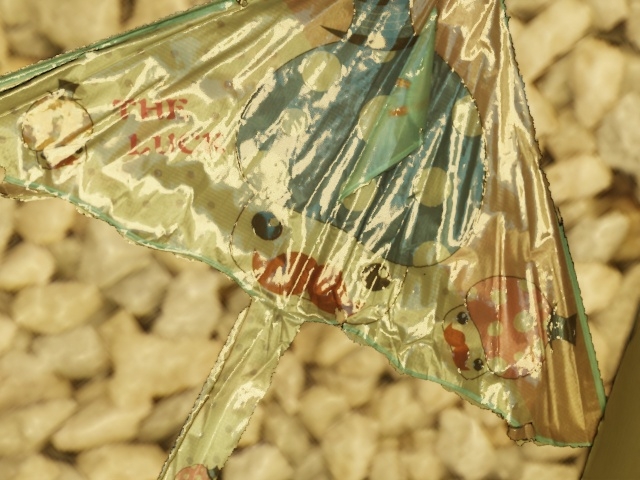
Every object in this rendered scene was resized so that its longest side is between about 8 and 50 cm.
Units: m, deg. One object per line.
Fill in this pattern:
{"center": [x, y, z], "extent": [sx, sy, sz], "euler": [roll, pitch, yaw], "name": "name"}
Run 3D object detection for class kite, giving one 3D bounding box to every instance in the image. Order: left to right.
{"center": [0.000, 0.000, 0.639], "extent": [0.406, 0.014, 0.368], "euler": [26, 93, -11], "name": "kite"}

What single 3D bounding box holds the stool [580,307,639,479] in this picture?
{"center": [0.254, 0.180, 0.612], "extent": [0.244, 0.170, 0.269], "euler": [16, 97, -6], "name": "stool"}
